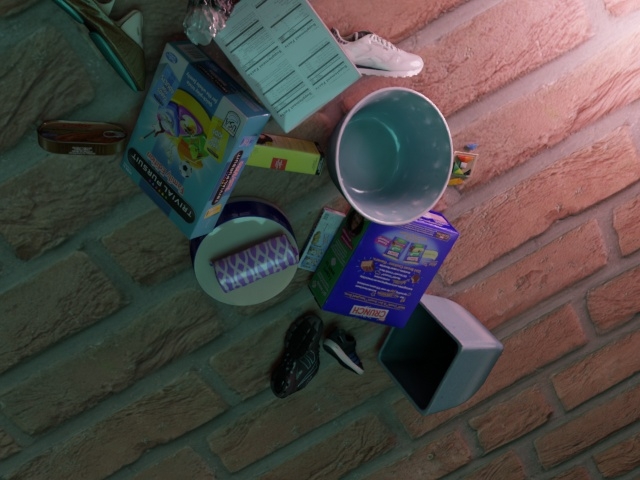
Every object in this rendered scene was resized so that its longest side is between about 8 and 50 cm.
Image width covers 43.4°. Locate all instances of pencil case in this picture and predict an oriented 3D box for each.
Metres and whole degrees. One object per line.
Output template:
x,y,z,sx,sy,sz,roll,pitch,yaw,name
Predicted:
-0.155,0.057,1.915,0.206,0.086,0.088,-21,158,1,pencil case

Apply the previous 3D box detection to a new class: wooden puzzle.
0.366,-0.193,2.067,0.078,0.014,0.116,-3,121,-14,wooden puzzle

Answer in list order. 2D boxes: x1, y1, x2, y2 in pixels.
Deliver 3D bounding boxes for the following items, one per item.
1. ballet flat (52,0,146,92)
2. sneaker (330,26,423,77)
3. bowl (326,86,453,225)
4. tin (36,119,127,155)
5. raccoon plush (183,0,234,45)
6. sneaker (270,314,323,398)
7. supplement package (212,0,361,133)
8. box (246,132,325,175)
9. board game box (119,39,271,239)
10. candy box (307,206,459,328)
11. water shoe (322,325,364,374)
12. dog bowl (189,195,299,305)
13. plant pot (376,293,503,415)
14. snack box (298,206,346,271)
-0.446,-0.463,1.648,0.124,0.116,0.342,-46,119,-8,ballet flat
0.127,-0.425,1.826,0.235,0.090,0.095,1,110,-17,sneaker
0.138,-0.198,1.882,0.311,0.163,0.311,-4,99,-25,bowl
-0.520,-0.224,1.760,0.190,0.106,0.040,1,128,-14,tin
-0.212,-0.612,1.449,0.216,0.446,0.299,-25,129,33,raccoon plush
-0.050,0.317,2.233,0.106,0.101,0.267,4,121,-43,sneaker
-0.075,-0.398,1.678,0.198,0.199,0.262,-36,105,8,supplement package
-0.111,-0.208,1.889,0.232,0.087,0.058,7,118,-20,box
-0.277,-0.210,1.712,0.079,0.254,0.336,-23,151,-50,board game box
0.161,0.053,2.089,0.268,0.122,0.317,16,114,-29,candy box
0.082,0.311,2.258,0.080,0.073,0.203,-57,141,-14,water shoe
-0.189,0.028,1.999,0.265,0.104,0.265,-7,121,-11,dog bowl
0.357,0.309,2.243,0.252,0.247,0.248,4,121,-38,plant pot
0.000,0.000,2.081,0.064,0.022,0.178,16,115,-25,snack box
